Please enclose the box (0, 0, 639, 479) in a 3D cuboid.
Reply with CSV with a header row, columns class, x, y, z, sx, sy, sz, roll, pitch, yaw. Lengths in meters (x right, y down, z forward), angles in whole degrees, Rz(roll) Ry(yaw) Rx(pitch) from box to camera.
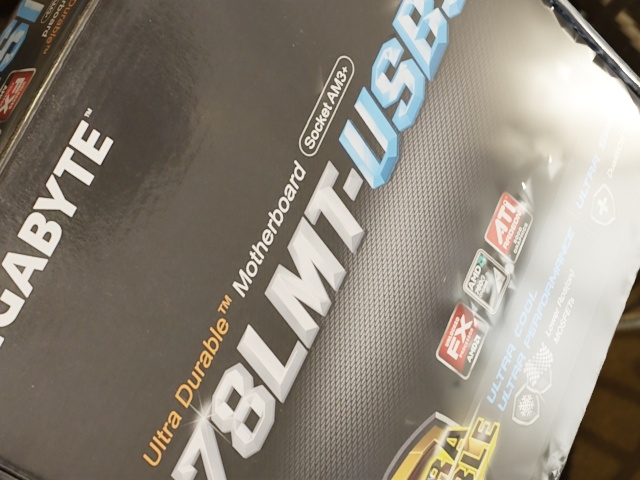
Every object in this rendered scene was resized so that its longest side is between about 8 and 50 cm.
class,x,y,z,sx,sy,sz,roll,pitch,yaw
box,0.000,0.000,0.568,0.293,0.073,0.295,40,67,-34
